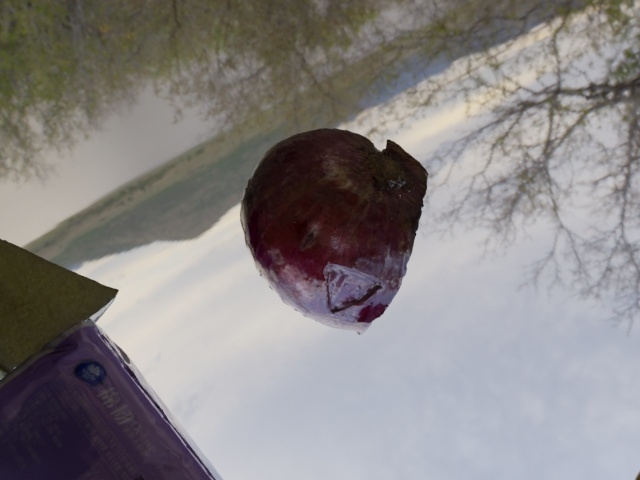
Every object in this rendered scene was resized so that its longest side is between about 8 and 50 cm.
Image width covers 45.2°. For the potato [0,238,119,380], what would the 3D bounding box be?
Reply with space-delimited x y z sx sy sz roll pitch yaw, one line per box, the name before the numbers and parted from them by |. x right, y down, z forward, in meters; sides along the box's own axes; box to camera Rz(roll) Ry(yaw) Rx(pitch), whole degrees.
potato | -0.489 0.079 1.168 0.112 0.255 0.269 -47 179 29

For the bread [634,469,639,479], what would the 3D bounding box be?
bread | 0.534 0.411 1.109 0.077 0.116 0.200 4 -157 -21

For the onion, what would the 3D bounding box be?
onion | 0.005 -0.023 1.014 0.272 0.230 0.256 -58 -174 12

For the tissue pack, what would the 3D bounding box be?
tissue pack | -0.198 0.276 0.696 0.242 0.338 0.160 -39 160 -12
